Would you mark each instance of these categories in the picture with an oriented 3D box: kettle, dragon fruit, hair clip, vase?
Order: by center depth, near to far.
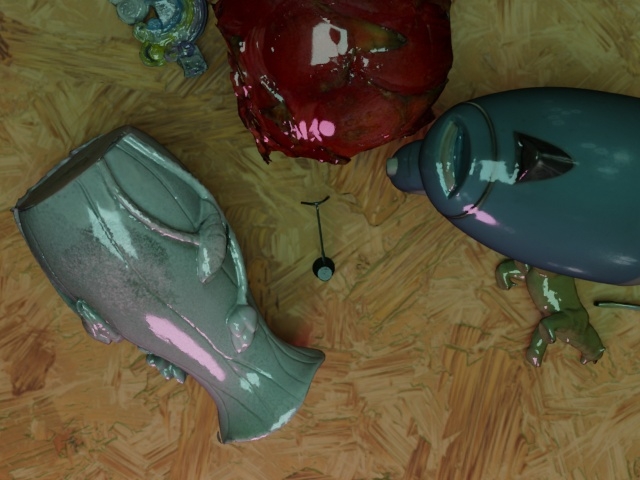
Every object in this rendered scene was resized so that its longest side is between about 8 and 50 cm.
[{"bbox_3d":[0.015,-0.243,1.758,0.302,0.295,0.295,-9,103,-12],"label":"dragon fruit"},{"bbox_3d":[0.256,-0.078,1.785,0.342,0.319,0.247,8,82,-31],"label":"kettle"},{"bbox_3d":[-0.187,0.066,1.846,0.250,0.250,0.445,-37,106,6],"label":"vase"},{"bbox_3d":[-0.204,-0.297,1.861,0.116,0.049,0.172,-28,94,-9],"label":"hair clip"}]

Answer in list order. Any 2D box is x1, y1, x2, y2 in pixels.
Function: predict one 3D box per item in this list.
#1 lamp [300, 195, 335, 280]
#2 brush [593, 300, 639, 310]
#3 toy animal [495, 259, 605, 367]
[{"bbox_3d":[0.000,0.001,1.925,0.041,0.054,0.121,-7,103,0],"label":"lamp"},{"bbox_3d":[0.475,0.092,1.972,0.179,0.033,0.030,8,96,-4],"label":"brush"},{"bbox_3d":[0.328,0.091,1.947,0.101,0.103,0.218,-26,99,-21],"label":"toy animal"}]
